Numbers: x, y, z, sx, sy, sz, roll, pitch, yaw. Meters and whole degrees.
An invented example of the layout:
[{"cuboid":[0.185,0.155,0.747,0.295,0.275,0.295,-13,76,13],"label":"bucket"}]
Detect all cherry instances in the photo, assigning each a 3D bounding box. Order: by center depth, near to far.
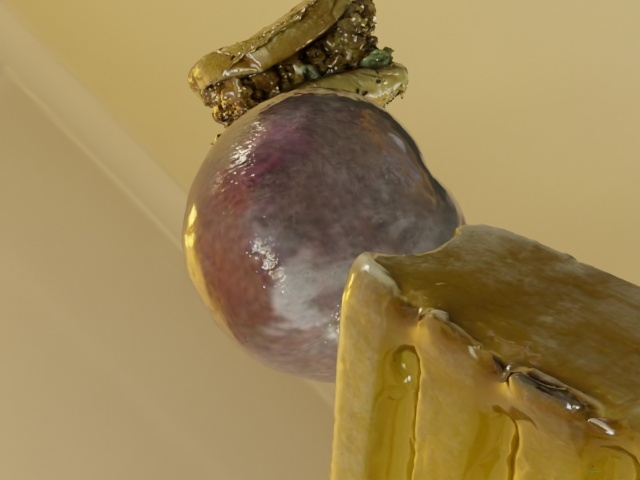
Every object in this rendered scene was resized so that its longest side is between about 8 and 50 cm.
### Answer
[{"cuboid":[0.001,0.004,0.680,0.176,0.140,0.176,21,-125,-33],"label":"cherry"}]

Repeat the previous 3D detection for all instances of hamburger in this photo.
[{"cuboid":[-0.011,-0.126,1.001,0.185,0.177,0.113,-19,-103,-49],"label":"hamburger"}]

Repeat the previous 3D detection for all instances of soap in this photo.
[{"cuboid":[0.066,0.126,0.385,0.073,0.232,0.140,-16,-149,-36],"label":"soap"}]
